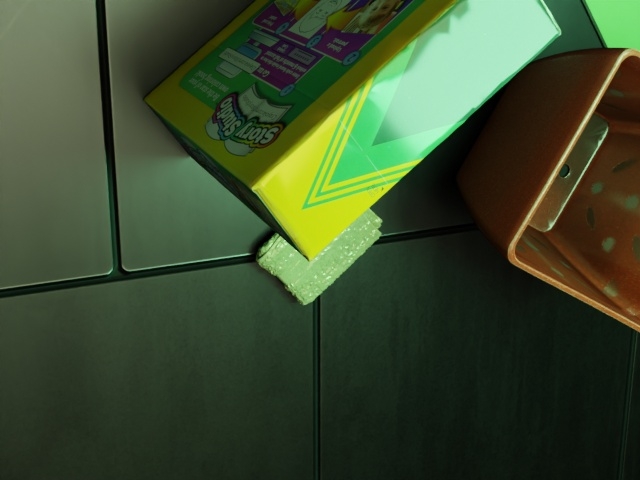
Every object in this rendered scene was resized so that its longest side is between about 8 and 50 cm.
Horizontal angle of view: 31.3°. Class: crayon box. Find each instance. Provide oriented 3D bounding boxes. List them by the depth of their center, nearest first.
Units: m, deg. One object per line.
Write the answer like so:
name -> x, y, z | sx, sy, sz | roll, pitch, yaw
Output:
crayon box -> 0.011, -0.171, 1.156 | 0.313, 0.363, 0.106 | -43, 119, -4

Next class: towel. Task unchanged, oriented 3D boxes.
towel -> 0.000, 0.000, 1.406 | 0.148, 0.027, 0.110 | -46, 120, -4

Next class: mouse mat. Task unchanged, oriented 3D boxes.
mouse mat -> 0.407, -0.329, 1.478 | 0.153, 0.007, 0.189 | -38, 117, -7

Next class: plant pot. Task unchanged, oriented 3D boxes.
plant pot -> 0.324, -0.078, 1.400 | 0.267, 0.236, 0.267 | 27, 95, -29
